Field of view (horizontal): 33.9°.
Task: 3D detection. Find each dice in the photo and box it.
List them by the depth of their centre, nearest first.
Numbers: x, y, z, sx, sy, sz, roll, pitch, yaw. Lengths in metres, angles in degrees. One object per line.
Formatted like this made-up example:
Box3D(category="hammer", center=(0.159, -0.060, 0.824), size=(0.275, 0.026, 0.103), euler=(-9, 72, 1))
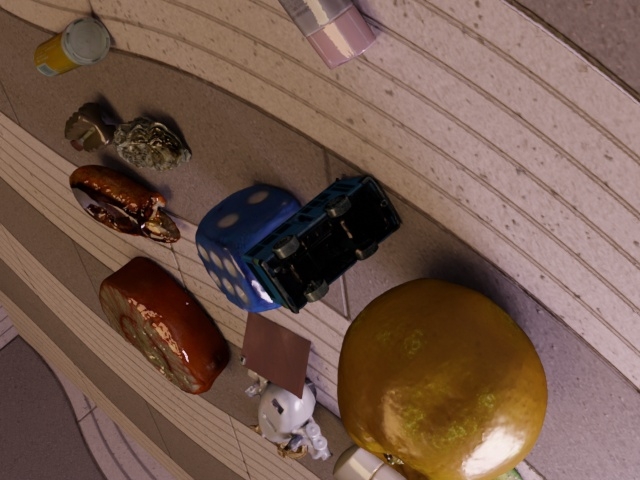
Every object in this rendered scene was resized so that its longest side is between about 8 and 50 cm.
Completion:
Box3D(category="dice", center=(-0.091, 0.010, 1.564), size=(0.143, 0.146, 0.146), euler=(21, 140, 51))

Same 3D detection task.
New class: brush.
Box3D(category="brush", center=(-0.439, -0.193, 1.951), size=(0.084, 0.071, 0.301), euler=(50, 162, -12))

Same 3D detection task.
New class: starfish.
Box3D(category="starfish", center=(-0.104, 0.449, 2.366), size=(0.210, 0.053, 0.150), euler=(14, 135, 55))

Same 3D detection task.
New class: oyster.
Box3D(category="oyster", center=(-0.283, -0.157, 1.745), size=(0.177, 0.064, 0.125), euler=(-2, 142, 48))

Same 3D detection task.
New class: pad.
Box3D(category="pad", center=(-0.087, 0.208, 1.940), size=(0.188, 0.006, 0.113), euler=(22, 107, 45))

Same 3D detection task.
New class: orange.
Box3D(category="orange", center=(0.145, 0.184, 1.311), size=(0.279, 0.235, 0.279), euler=(41, 163, 15))

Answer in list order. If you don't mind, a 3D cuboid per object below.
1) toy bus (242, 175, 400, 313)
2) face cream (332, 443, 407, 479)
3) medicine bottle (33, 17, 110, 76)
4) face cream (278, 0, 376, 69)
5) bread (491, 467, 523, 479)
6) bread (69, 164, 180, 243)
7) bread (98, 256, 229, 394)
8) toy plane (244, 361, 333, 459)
Box3D(category="toy bus", center=(0.000, 0.000, 1.347), size=(0.090, 0.185, 0.106), euler=(57, 163, -18))
Box3D(category="face cream", center=(0.166, 0.507, 1.955), size=(0.348, 0.081, 0.173), euler=(39, 155, 20))
Box3D(category="medicine bottle", center=(-0.411, -0.310, 1.710), size=(0.074, 0.074, 0.218), euler=(57, 157, -19))
Box3D(category="face cream", center=(-0.020, -0.276, 1.112), size=(0.198, 0.057, 0.084), euler=(52, 156, -14))
Box3D(category="bread", center=(0.257, 0.387, 1.678), size=(0.228, 0.033, 0.228), euler=(36, 154, 21))
Box3D(category="bread", center=(-0.366, -0.073, 1.987), size=(0.269, 0.095, 0.139), euler=(14, 143, 31))
Box3D(category="bread", center=(-0.344, 0.187, 2.301), size=(0.328, 0.114, 0.295), euler=(44, 155, 12))
Box3D(category="toy plane", center=(-0.061, 0.327, 2.036), size=(0.245, 0.117, 0.244), euler=(43, 152, 30))
